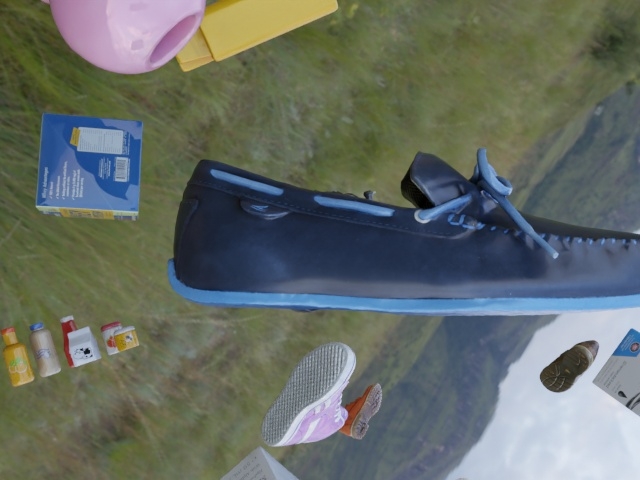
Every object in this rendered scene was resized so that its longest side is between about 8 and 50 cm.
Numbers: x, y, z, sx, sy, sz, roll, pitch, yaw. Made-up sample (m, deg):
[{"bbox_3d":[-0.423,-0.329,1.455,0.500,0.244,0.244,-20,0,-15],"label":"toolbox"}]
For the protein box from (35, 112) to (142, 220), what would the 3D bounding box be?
[{"bbox_3d":[-0.487,-0.152,1.577,0.136,0.201,0.199,156,-64,-75],"label":"protein box"}]

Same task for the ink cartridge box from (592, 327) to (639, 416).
[{"bbox_3d":[0.693,0.299,1.513,0.086,0.203,0.148,31,95,-45],"label":"ink cartridge box"}]

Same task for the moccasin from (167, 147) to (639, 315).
[{"bbox_3d":[0.068,-0.008,0.500,0.138,0.342,0.116,117,-25,-83],"label":"moccasin"}]

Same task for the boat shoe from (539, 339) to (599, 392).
[{"bbox_3d":[0.518,0.260,1.527,0.060,0.064,0.178,-29,159,-31],"label":"boat shoe"}]

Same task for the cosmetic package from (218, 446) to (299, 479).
[{"bbox_3d":[-0.072,0.426,1.035,0.151,0.151,0.184,-41,-146,-4],"label":"cosmetic package"}]

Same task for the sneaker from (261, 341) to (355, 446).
[{"bbox_3d":[0.012,0.311,1.500,0.161,0.102,0.282,13,127,-39],"label":"sneaker"}]

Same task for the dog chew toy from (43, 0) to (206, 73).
[{"bbox_3d":[-0.311,-0.381,0.977,0.206,0.332,0.206,-45,-178,2],"label":"dog chew toy"}]

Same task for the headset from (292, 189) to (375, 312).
[{"bbox_3d":[0.000,0.000,1.410,0.394,0.185,0.243,-17,-125,52],"label":"headset"}]

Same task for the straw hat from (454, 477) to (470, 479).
[{"bbox_3d":[0.285,0.552,1.468,0.061,0.144,0.144,14,-113,49],"label":"straw hat"}]

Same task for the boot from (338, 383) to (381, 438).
[{"bbox_3d":[0.089,0.403,1.788,0.158,0.085,0.059,-50,129,-39],"label":"boot"}]

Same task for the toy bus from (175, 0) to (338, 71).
[{"bbox_3d":[-0.143,-0.445,1.474,0.333,0.108,0.130,-24,-158,-2],"label":"toy bus"}]

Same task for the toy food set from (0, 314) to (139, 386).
[{"bbox_3d":[-0.456,0.179,1.363,0.232,0.104,0.111,-19,177,-2],"label":"toy food set"}]
